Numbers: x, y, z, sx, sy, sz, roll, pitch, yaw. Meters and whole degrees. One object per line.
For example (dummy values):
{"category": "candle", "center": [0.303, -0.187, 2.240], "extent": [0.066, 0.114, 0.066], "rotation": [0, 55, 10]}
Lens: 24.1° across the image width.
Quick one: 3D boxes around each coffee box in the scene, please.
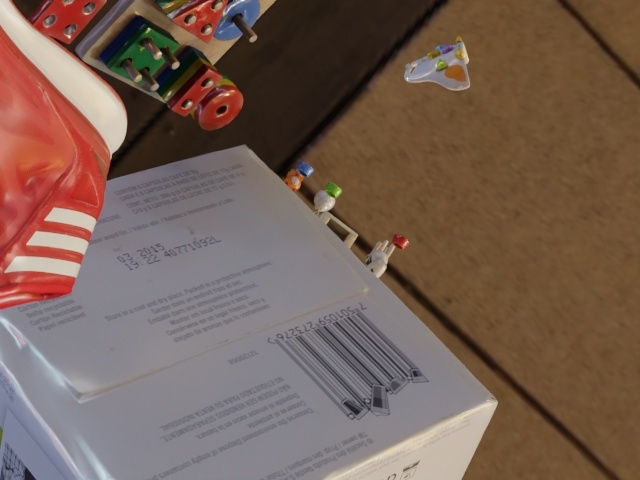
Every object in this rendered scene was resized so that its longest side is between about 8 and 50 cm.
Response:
{"category": "coffee box", "center": [-0.127, 0.180, 1.212], "extent": [0.337, 0.338, 0.334], "rotation": [-18, 141, -38]}

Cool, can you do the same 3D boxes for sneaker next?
{"category": "sneaker", "center": [-0.159, -0.046, 0.582], "extent": [0.087, 0.128, 0.221], "rotation": [-20, 142, 33]}

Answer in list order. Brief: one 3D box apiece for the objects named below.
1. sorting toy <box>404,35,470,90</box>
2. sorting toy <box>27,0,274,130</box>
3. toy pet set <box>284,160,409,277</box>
{"category": "sorting toy", "center": [0.137, -0.208, 1.785], "extent": [0.075, 0.083, 0.045], "rotation": [-13, 115, 10]}
{"category": "sorting toy", "center": [-0.106, -0.164, 1.176], "extent": [0.132, 0.274, 0.046], "rotation": [-44, 62, 12]}
{"category": "toy pet set", "center": [0.000, 0.000, 1.357], "extent": [0.122, 0.114, 0.065], "rotation": [37, 73, -7]}
